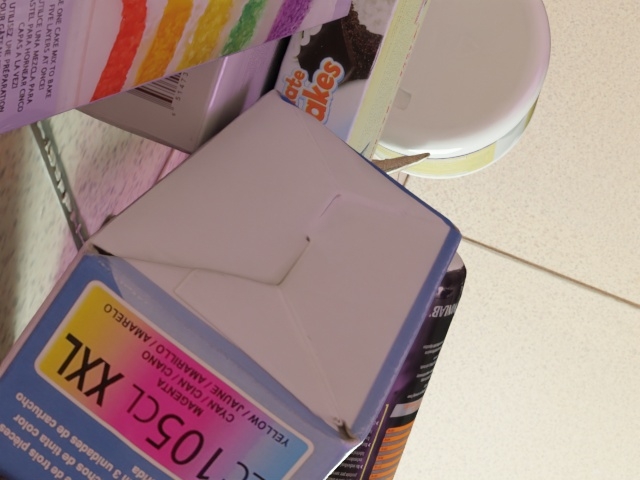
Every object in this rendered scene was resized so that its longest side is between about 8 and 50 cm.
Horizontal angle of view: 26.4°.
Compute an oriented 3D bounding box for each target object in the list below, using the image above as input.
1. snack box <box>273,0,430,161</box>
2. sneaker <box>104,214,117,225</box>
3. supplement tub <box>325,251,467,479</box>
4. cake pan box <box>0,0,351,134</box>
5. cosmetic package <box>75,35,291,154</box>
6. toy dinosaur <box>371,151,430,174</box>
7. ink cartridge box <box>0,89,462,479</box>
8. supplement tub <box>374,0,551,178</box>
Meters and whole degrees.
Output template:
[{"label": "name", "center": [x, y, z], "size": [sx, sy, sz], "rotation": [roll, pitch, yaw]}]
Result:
[{"label": "snack box", "center": [0.030, -0.148, 0.884], "size": [0.187, 0.060, 0.322], "rotation": [-52, 163, -67]}, {"label": "sneaker", "center": [-0.136, 0.047, 0.934], "size": [0.042, 0.067, 0.118], "rotation": [75, 37, -78]}, {"label": "supplement tub", "center": [-0.011, 0.139, 1.269], "size": [0.207, 0.207, 0.338], "rotation": [-42, 152, -75]}, {"label": "cake pan box", "center": [-0.054, -0.191, 0.524], "size": [0.245, 0.070, 0.267], "rotation": [-29, 142, -49]}, {"label": "cosmetic package", "center": [-0.016, -0.259, 0.807], "size": [0.284, 0.097, 0.377], "rotation": [-40, 151, -72]}, {"label": "toy dinosaur", "center": [0.000, 0.000, 1.458], "size": [0.296, 0.127, 0.200], "rotation": [-56, 177, 11]}, {"label": "ink cartridge box", "center": [-0.114, 0.134, 0.754], "size": [0.395, 0.151, 0.270], "rotation": [-50, -179, 26]}, {"label": "supplement tub", "center": [0.134, -0.197, 1.550], "size": [0.331, 0.241, 0.241], "rotation": [30, 82, -83]}]
